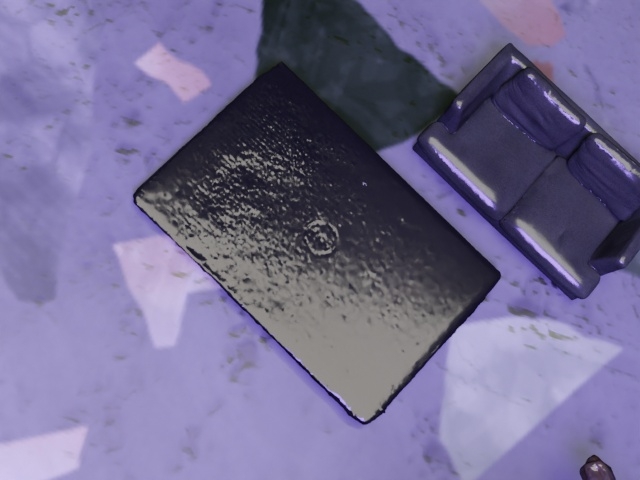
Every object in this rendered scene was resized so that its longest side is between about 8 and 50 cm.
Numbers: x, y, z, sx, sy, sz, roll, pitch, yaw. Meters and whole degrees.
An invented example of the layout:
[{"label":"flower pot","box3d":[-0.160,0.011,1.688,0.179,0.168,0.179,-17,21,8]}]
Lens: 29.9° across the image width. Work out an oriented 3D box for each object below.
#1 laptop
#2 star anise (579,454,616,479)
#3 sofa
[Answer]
[{"label":"laptop","box3d":[0.000,0.000,0.721,0.197,0.016,0.135,45,69,2]},{"label":"star anise","box3d":[0.219,0.236,0.673,0.231,0.089,0.209,39,60,-14]},{"label":"sofa","box3d":[0.140,-0.043,0.746,0.147,0.060,0.085,44,69,0]}]
